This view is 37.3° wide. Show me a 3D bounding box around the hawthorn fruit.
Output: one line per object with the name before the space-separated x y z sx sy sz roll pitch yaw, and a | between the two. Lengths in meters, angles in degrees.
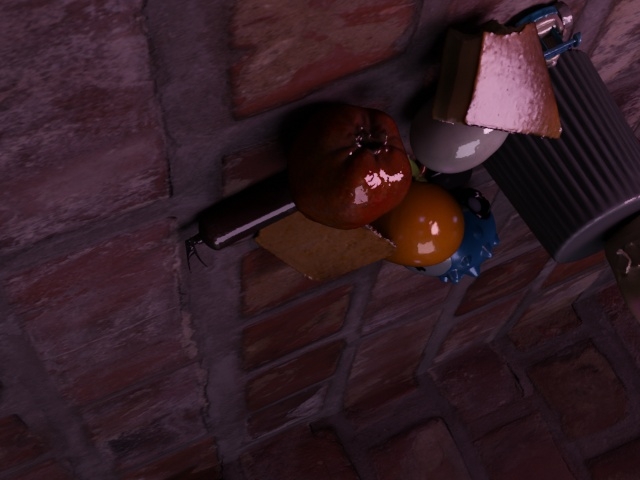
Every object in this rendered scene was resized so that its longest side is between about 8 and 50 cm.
hawthorn fruit | 0.036 -0.105 1.615 0.211 0.210 0.262 -17 157 -26

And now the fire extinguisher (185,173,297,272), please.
fire extinguisher | -0.133 -0.036 1.728 0.268 0.089 0.072 -27 -175 -4

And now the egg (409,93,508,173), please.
egg | 0.260 -0.210 1.720 0.209 0.151 0.151 -32 158 5

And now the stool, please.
stool | 0.483 -0.155 1.865 0.297 0.330 0.297 -23 158 -10

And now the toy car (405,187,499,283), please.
toy car | 0.294 0.006 2.171 0.255 0.190 0.188 -14 161 -37

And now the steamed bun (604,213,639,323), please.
steamed bun | 0.632 0.066 1.774 0.153 0.238 0.170 -7 158 -40

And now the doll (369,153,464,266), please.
doll | 0.199 -0.063 1.956 0.213 0.213 0.236 -4 108 -45

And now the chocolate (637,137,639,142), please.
chocolate | 0.683 -0.116 2.127 0.161 0.360 0.341 -52 163 27

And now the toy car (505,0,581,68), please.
toy car | 0.385 -0.330 1.669 0.126 0.098 0.161 -24 156 -5

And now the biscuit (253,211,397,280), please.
biscuit | 0.000 0.000 1.881 0.237 0.013 0.232 -23 135 36

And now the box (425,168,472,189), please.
box | 0.269 -0.140 2.063 0.125 0.027 0.126 -24 160 -2

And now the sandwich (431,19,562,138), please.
sandwich | 0.311 -0.271 1.579 0.220 0.108 0.186 5 101 -32
